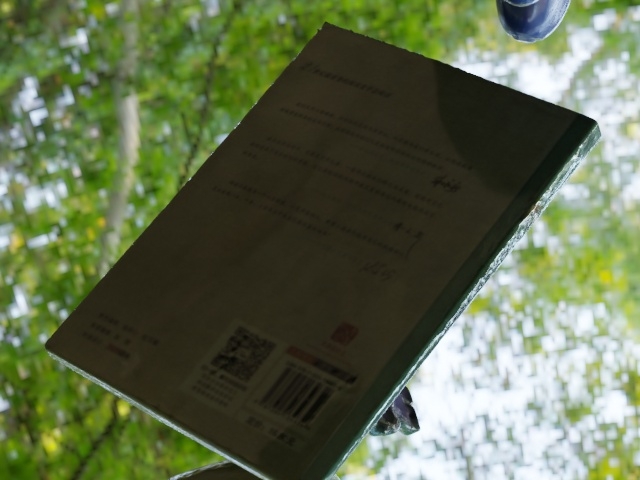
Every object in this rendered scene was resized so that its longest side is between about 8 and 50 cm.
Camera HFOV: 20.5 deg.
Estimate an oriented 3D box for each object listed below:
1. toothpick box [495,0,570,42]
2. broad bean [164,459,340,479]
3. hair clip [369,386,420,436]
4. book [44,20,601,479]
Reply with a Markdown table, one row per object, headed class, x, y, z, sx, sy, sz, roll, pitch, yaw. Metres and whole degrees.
| class | x | y | z | sx | sy | sz | roll | pitch | yaw |
| --- | --- | --- | --- | --- | --- | --- | --- | --- | --- |
| toothpick box | 0.156 | -0.298 | 1.034 | 0.263 | 0.263 | 0.354 | 9 | -103 | 26 |
| broad bean | -0.104 | 0.303 | 1.875 | 0.238 | 0.119 | 0.291 | 4 | 156 | -43 |
| hair clip | 0.013 | 0.065 | 1.263 | 0.052 | 0.195 | 0.124 | -31 | -152 | 23 |
| book | 0.000 | 0.000 | 1.012 | 0.215 | 0.025 | 0.282 | 26 | -117 | 35 |
